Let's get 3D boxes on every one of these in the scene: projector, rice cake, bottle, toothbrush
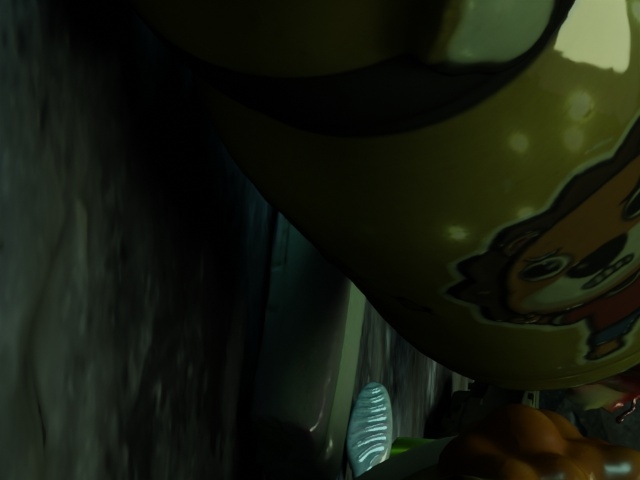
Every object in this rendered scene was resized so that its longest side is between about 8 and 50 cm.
[{"bbox_3d":[0.149,0.228,1.600,0.269,0.088,0.193,-29,121,-78],"label":"projector"},{"bbox_3d":[0.000,0.001,0.796,0.080,0.042,0.221,77,18,-62],"label":"rice cake"},{"bbox_3d":[0.039,-0.068,0.595,0.351,0.171,0.171,41,51,-64],"label":"bottle"},{"bbox_3d":[0.011,0.245,0.956,0.037,0.028,0.375,91,6,-57],"label":"toothbrush"}]

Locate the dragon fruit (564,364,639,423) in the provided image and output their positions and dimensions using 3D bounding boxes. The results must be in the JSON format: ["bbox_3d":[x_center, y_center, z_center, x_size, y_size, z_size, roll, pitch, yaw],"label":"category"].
[{"bbox_3d":[0.208,-0.041,1.324,0.371,0.249,0.386,2,71,-63],"label":"dragon fruit"}]

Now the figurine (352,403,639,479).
[{"bbox_3d":[0.020,0.183,0.657,0.382,0.205,0.224,4,72,-59],"label":"figurine"}]

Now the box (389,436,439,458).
[{"bbox_3d":[0.050,0.295,1.155,0.173,0.043,0.311,-14,106,-80],"label":"box"}]
